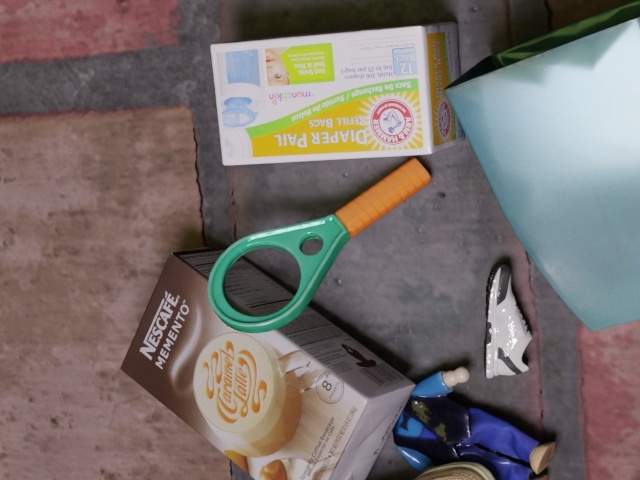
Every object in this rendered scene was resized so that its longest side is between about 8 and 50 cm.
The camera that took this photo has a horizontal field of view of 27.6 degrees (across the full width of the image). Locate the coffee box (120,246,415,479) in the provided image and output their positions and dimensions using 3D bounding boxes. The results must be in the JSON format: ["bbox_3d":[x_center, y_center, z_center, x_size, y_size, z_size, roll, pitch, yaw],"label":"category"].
[{"bbox_3d":[-0.054,0.129,1.230,0.246,0.098,0.141,34,110,25],"label":"coffee box"}]

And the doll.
[{"bbox_3d":[0.123,0.177,1.217,0.189,0.046,0.129,19,117,25],"label":"doll"}]

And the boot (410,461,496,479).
[{"bbox_3d":[0.045,0.269,1.168,0.213,0.165,0.077,-29,78,32],"label":"boot"}]

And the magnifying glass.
[{"bbox_3d":[0.000,0.000,1.181,0.231,0.026,0.092,-34,62,-8],"label":"magnifying glass"}]

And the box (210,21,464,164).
[{"bbox_3d":[0.018,-0.132,1.168,0.203,0.103,0.114,-2,99,23],"label":"box"}]

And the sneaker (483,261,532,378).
[{"bbox_3d":[0.171,0.072,1.186,0.044,0.040,0.109,1,105,6],"label":"sneaker"}]

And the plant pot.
[{"bbox_3d":[0.238,-0.059,1.065,0.166,0.165,0.234,-19,100,25],"label":"plant pot"}]
